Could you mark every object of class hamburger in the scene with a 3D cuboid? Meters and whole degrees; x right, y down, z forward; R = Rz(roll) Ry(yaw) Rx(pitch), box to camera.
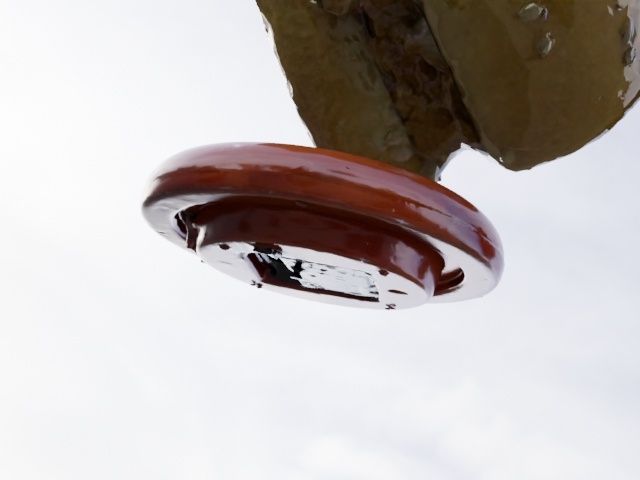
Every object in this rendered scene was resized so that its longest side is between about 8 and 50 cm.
[{"bbox_3d":[0.082,-0.263,0.707,0.268,0.445,0.287,-13,-36,43],"label":"hamburger"}]

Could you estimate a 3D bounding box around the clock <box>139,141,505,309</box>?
[{"bbox_3d":[0.000,0.000,0.602,0.205,0.051,0.205,11,-14,3],"label":"clock"}]
